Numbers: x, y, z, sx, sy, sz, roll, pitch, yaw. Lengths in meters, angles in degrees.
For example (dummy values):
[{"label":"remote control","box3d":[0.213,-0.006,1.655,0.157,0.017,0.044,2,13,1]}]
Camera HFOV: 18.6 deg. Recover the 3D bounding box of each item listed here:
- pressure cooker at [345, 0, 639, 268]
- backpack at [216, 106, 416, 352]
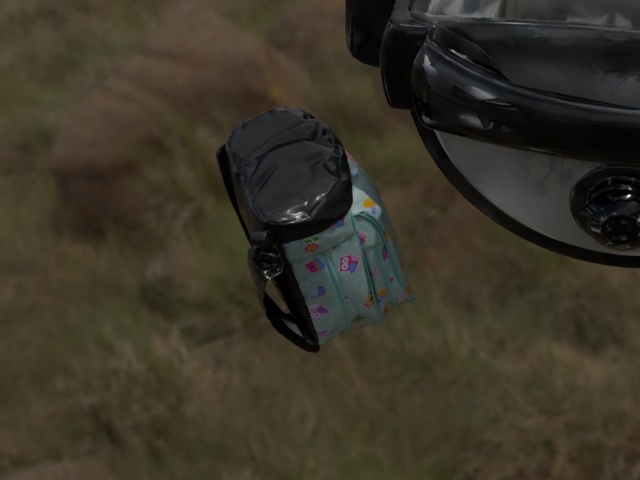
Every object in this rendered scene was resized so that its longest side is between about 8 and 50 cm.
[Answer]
[{"label":"pressure cooker","box3d":[0.252,-0.185,1.469,0.370,0.375,0.420,-33,22,32]},{"label":"backpack","box3d":[0.000,0.000,1.519,0.115,0.182,0.152,-19,42,4]}]
